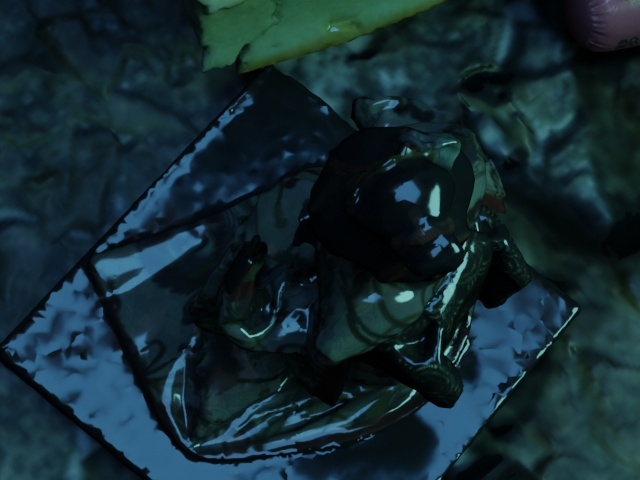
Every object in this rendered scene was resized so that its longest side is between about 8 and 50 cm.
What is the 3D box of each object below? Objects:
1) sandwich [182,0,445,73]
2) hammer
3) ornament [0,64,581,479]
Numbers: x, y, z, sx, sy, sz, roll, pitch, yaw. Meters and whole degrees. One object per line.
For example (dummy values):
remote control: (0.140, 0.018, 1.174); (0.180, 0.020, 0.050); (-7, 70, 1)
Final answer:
sandwich: (-0.014, -0.202, 0.615); (0.198, 0.155, 0.227); (-20, 64, -3)
hammer: (0.133, -0.098, 0.653); (0.083, 0.043, 0.043); (-13, 74, -6)
ornament: (0.000, 0.000, 0.537); (0.153, 0.196, 0.166); (39, 74, 8)
